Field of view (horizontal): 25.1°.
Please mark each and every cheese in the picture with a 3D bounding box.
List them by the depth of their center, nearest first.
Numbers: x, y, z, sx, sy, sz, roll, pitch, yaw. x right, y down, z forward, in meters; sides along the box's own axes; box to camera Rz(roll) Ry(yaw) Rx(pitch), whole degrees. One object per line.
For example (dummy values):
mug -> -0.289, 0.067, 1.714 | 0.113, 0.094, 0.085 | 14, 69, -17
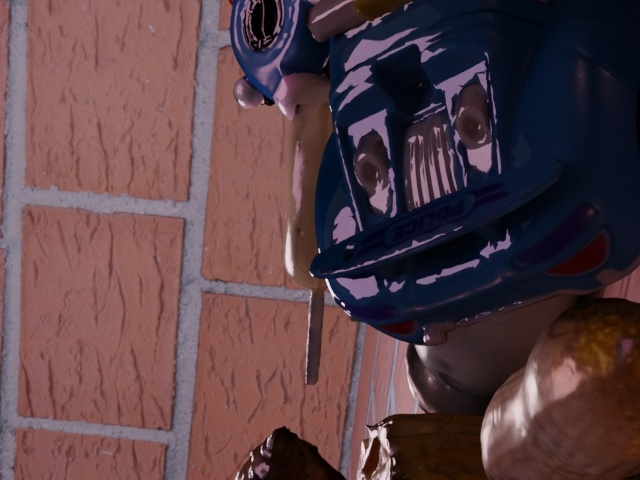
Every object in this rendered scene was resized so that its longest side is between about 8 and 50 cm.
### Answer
cheese -> 0.000, 0.006, 1.304 | 0.163, 0.070, 0.249 | 106, 168, -83

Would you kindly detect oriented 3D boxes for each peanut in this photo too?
peanut -> 0.131, 0.090, 0.730 | 0.207, 0.087, 0.087 | 100, 176, -68

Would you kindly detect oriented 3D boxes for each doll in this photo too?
doll -> 0.048, -0.249, 1.735 | 0.240, 0.310, 0.284 | 49, 124, 38

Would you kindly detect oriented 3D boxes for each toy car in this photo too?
toy car -> 0.079, -0.100, 0.717 | 0.198, 0.166, 0.314 | -21, 52, 38

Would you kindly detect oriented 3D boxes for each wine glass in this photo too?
wine glass -> 0.118, 0.039, 0.975 | 0.204, 0.111, 0.111 | 97, 179, -49

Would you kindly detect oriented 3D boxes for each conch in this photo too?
conch -> -0.013, 0.205, 0.926 | 0.086, 0.080, 0.233 | -24, -57, -38

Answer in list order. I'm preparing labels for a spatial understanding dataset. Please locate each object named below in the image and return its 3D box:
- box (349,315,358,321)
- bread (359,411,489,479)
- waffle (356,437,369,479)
box -> 0.113, -0.116, 1.377 | 0.420, 0.138, 0.373 | 99, 176, -82
bread -> 0.086, 0.239, 0.937 | 0.227, 0.142, 0.254 | 96, -178, -62
waffle -> 0.091, 0.171, 1.080 | 0.092, 0.135, 0.021 | 97, 162, -48
